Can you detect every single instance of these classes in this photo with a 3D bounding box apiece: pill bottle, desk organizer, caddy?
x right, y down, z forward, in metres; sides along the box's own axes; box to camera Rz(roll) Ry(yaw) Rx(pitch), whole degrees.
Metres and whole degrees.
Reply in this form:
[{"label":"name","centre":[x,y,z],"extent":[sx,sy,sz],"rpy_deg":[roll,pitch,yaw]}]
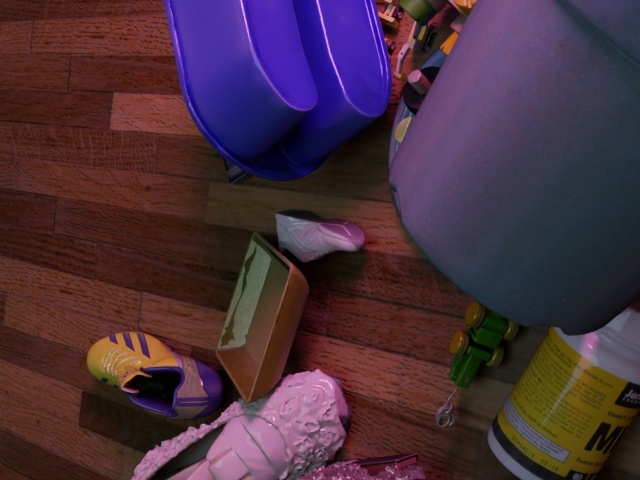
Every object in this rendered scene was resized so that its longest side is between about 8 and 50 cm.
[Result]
[{"label":"pill bottle","centre":[0.269,0.147,0.941],"extent":[0.119,0.119,0.208],"rpy_deg":[38,112,33]},{"label":"desk organizer","centre":[0.060,0.300,1.150],"extent":[0.130,0.047,0.050],"rpy_deg":[-17,80,37]},{"label":"caddy","centre":[-0.061,-0.246,1.136],"extent":[0.179,0.241,0.341],"rpy_deg":[-25,73,46]}]

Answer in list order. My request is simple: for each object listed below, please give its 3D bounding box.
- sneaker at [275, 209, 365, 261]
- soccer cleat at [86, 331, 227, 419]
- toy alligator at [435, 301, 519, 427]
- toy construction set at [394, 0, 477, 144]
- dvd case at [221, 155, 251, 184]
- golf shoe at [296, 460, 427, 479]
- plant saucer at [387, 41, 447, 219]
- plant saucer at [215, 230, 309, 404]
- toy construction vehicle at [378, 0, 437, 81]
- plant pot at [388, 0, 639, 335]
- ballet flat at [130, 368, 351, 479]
[{"label":"sneaker","centre":[0.000,0.000,1.211],"extent":[0.152,0.054,0.061],"rpy_deg":[15,107,44]},{"label":"soccer cleat","centre":[-0.267,0.195,1.368],"extent":[0.289,0.121,0.093],"rpy_deg":[11,96,39]},{"label":"toy alligator","centre":[0.175,0.126,1.065],"extent":[0.051,0.056,0.189],"rpy_deg":[-101,33,-68]},{"label":"toy construction set","centre":[0.169,-0.279,0.924],"extent":[0.309,0.237,0.257],"rpy_deg":[-21,56,26]},{"label":"dvd case","centre":[-0.099,-0.213,1.314],"extent":[0.164,0.018,0.221],"rpy_deg":[-28,72,36]},{"label":"golf shoe","centre":[0.047,0.311,1.092],"extent":[0.176,0.069,0.086],"rpy_deg":[-5,96,39]},{"label":"plant saucer","centre":[0.199,-0.104,1.056],"extent":[0.318,0.044,0.317],"rpy_deg":[-2,87,39]},{"label":"plant saucer","centre":[-0.073,0.100,1.222],"extent":[0.188,0.045,0.188],"rpy_deg":[37,111,66]},{"label":"toy construction vehicle","centre":[0.095,-0.257,1.148],"extent":[0.086,0.035,0.098],"rpy_deg":[36,110,34]},{"label":"plant pot","centre":[0.243,-0.119,0.771],"extent":[0.341,0.341,0.334],"rpy_deg":[55,132,26]},{"label":"ballet flat","centre":[-0.130,0.309,1.244],"extent":[0.409,0.147,0.147],"rpy_deg":[-34,68,34]}]
